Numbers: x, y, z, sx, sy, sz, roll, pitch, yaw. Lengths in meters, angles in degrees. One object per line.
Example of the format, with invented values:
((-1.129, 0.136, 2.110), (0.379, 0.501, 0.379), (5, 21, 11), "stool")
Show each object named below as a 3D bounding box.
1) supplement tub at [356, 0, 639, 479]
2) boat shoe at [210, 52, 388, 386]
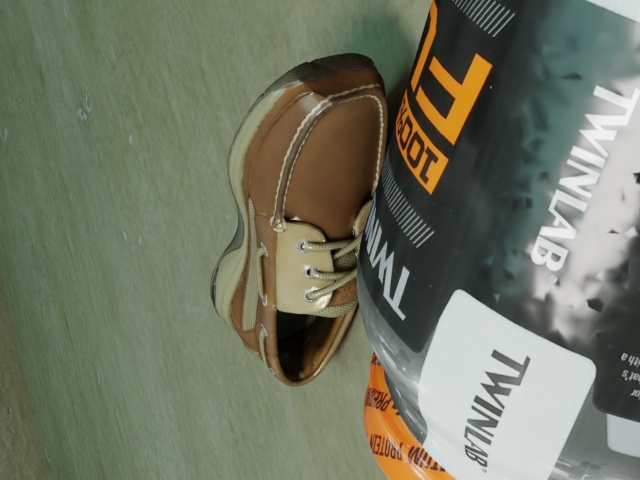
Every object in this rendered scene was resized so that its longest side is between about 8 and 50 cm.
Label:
((0.135, -0.044, 0.436), (0.207, 0.207, 0.338), (49, 133, 46), "supplement tub")
((0.000, 0.000, 0.860), (0.120, 0.123, 0.324), (58, 154, 28), "boat shoe")
